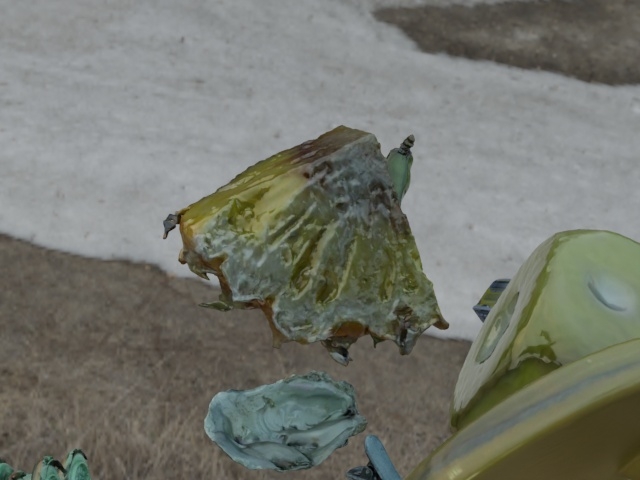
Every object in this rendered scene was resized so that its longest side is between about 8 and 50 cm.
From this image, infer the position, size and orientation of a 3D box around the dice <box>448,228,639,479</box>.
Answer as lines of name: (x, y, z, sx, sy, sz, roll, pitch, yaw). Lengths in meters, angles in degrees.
dice: (0.292, 0.147, 1.082, 0.233, 0.238, 0.227, 29, 42, 1)

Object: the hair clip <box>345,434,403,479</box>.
hair clip: (0.160, 0.405, 1.495, 0.275, 0.083, 0.048, 37, 23, 21)

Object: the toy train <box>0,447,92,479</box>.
toy train: (-0.183, 0.191, 0.598, 0.074, 0.119, 0.176, -6, -6, 4)

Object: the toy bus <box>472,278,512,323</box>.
toy bus: (0.282, 0.129, 1.301, 0.190, 0.064, 0.075, 40, 74, -20)

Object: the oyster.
oyster: (-0.042, 0.245, 1.384, 0.199, 0.087, 0.252, 33, 29, 5)

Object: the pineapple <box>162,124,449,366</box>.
pineapple: (0.000, 0.000, 0.805, 0.236, 0.186, 0.114, 23, 5, -28)

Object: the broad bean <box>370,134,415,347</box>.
broad bean: (0.073, 0.000, 1.148, 0.046, 0.065, 0.255, 24, 65, -36)

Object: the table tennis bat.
table tennis bat: (0.153, 0.113, 0.525, 0.320, 0.198, 0.050, -5, 49, -38)
